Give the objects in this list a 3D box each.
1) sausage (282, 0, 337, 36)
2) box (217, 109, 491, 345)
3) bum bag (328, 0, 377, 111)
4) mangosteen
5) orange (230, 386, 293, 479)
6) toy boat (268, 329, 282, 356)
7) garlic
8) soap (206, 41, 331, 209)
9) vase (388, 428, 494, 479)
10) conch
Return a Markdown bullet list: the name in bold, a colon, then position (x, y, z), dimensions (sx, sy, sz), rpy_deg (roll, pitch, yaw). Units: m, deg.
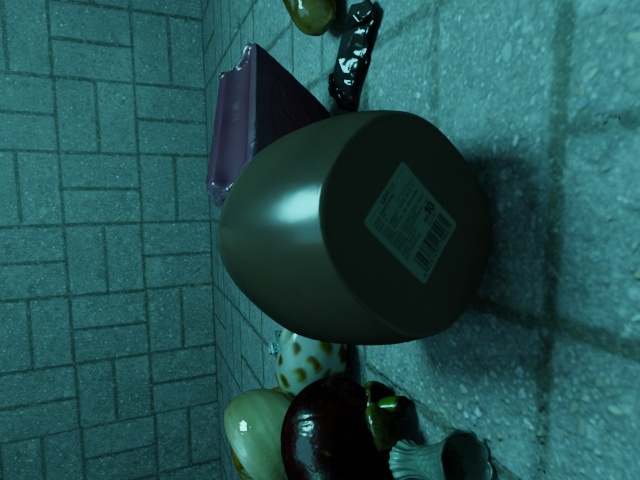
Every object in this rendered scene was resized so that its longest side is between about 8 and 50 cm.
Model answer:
- **sausage**: position (-0.054, -0.646, 0.905), dimensions (0.136, 0.123, 0.500), rpy_deg (-19, 73, 36)
- **box**: position (0.050, -0.009, 0.528), dimensions (0.216, 0.301, 0.300), rpy_deg (-2, 91, 57)
- **bum bag**: position (0.053, -0.340, 0.780), dimensions (0.087, 0.049, 0.197), rpy_deg (57, 143, 41)
- **mangosteen**: position (0.043, 0.337, 0.707), dimensions (0.216, 0.216, 0.216), rpy_deg (177, 90, -67)
- **orange**: position (-0.092, 0.475, 0.999), dimensions (0.240, 0.240, 0.239), rpy_deg (177, 90, -67)
- **toy boat**: position (-0.121, 0.334, 1.266), dimensions (0.059, 0.066, 0.140), rpy_deg (112, 148, -52)
- **garlic**: position (-0.094, 0.400, 0.822), dimensions (0.245, 0.146, 0.164), rpy_deg (52, 146, 23)
- **soap**: position (-0.078, -0.167, 0.773), dimensions (0.128, 0.233, 0.359), rpy_deg (-34, 43, 28)
- **vase**: position (0.154, 0.306, 0.578), dimensions (0.148, 0.081, 0.081), rpy_deg (131, 131, -56)
- **conch**: position (-0.014, 0.253, 0.902), dimensions (0.149, 0.183, 0.274), rpy_deg (15, 127, 24)
